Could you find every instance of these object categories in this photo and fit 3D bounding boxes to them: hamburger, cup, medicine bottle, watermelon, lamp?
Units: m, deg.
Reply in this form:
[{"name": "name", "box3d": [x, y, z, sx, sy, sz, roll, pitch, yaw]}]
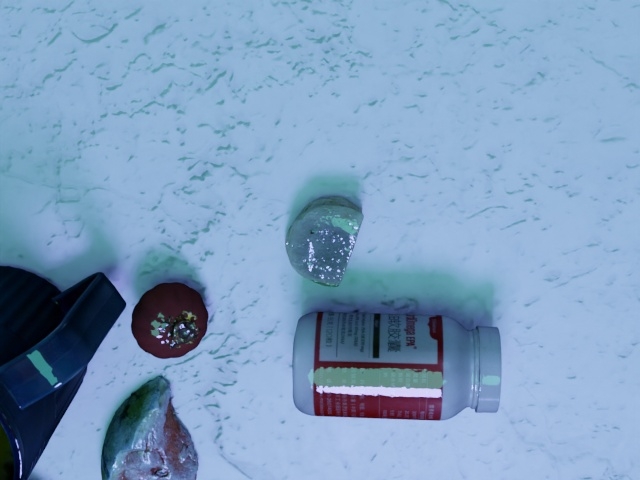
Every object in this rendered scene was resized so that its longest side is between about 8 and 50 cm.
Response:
[{"name": "hamburger", "box3d": [-0.001, 0.002, 1.207, 0.084, 0.054, 0.121, 15, 117, -2]}, {"name": "cup", "box3d": [-0.412, 0.157, 1.167, 0.242, 0.292, 0.308, 28, 108, -5]}, {"name": "medicine bottle", "box3d": [0.093, 0.155, 1.210, 0.250, 0.131, 0.131, 1, 109, 5]}, {"name": "watermelon", "box3d": [-0.225, 0.287, 1.318, 0.139, 0.071, 0.187, 26, 109, -9]}, {"name": "lamp", "box3d": [-0.190, 0.102, 1.238, 0.101, 0.090, 0.101, -14, 117, -28]}]
